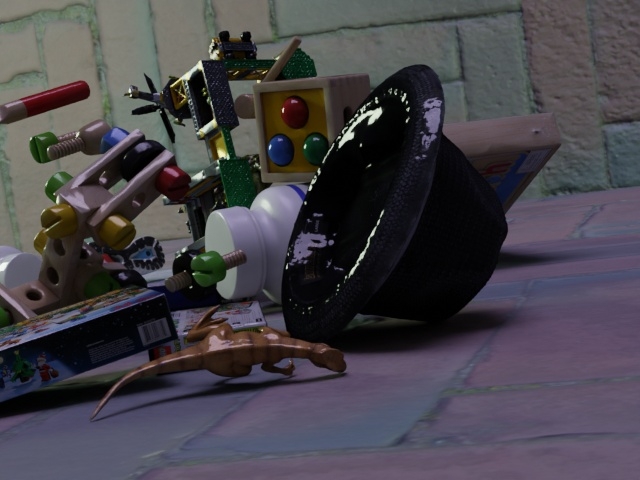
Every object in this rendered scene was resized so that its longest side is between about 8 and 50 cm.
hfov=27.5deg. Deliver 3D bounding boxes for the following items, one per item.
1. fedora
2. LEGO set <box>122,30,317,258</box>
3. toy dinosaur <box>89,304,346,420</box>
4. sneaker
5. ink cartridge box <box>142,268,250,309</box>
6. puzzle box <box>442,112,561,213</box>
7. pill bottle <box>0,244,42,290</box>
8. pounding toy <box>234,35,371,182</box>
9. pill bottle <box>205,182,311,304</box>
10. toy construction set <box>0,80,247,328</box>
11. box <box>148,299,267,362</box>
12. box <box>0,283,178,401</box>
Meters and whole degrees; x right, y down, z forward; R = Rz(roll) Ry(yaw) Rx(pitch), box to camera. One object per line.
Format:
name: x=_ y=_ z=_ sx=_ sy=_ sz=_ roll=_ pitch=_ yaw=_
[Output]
fedora: x=0.088 y=-0.015 z=1.307 sx=0.153 sy=0.334 sz=0.334 roll=23 pitch=-5 yaw=-16
LEGO set: x=-0.115 y=-0.108 z=1.840 sx=0.255 sy=0.331 sz=0.192 roll=-16 pitch=-7 yaw=-38
toy dinosaur: x=-0.087 y=0.092 z=1.075 sx=0.212 sy=0.064 sz=0.112 roll=-8 pitch=5 yaw=-8
sneaker: x=-0.288 y=0.039 z=1.759 sx=0.162 sy=0.063 sz=0.073 roll=-7 pitch=-16 yaw=-47
ink cartridge box: x=-0.204 y=0.070 z=1.789 sx=0.223 sy=0.045 sz=0.224 roll=-7 pitch=4 yaw=2
puzzle box: x=0.156 y=-0.063 z=1.906 sx=0.272 sy=0.052 sz=0.409 roll=-7 pitch=-19 yaw=-12
pill bottle: x=-0.517 y=0.063 z=2.049 sx=0.194 sy=0.108 sz=0.108 roll=-4 pitch=5 yaw=42
pounding toy: x=-0.043 y=-0.167 z=1.656 sx=0.206 sy=0.181 sz=0.094 roll=1 pitch=11 yaw=39
pill bottle: x=0.000 y=0.000 z=1.647 sx=0.272 sy=0.152 sz=0.152 roll=-10 pitch=4 yaw=-24
toy construction set: x=-0.293 y=-0.014 z=1.448 sx=0.237 sy=0.308 sz=0.257 roll=-24 pitch=-12 yaw=-39
box: x=-0.111 y=0.094 z=1.303 sx=0.114 sy=0.036 sz=0.207 roll=-8 pitch=4 yaw=-4
box: x=-0.257 y=0.099 z=1.161 sx=0.233 sy=0.044 sz=0.159 roll=-19 pitch=8 yaw=-18
